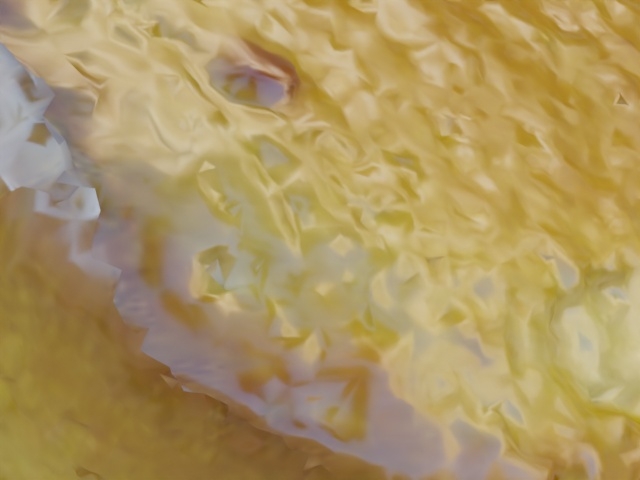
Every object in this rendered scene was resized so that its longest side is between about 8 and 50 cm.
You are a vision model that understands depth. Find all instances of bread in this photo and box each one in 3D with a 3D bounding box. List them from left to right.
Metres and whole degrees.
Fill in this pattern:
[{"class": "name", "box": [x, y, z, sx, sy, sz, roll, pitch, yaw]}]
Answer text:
[{"class": "bread", "box": [-0.002, 0.001, 0.631, 0.358, 0.204, 0.337, -9, 53, -35]}]
